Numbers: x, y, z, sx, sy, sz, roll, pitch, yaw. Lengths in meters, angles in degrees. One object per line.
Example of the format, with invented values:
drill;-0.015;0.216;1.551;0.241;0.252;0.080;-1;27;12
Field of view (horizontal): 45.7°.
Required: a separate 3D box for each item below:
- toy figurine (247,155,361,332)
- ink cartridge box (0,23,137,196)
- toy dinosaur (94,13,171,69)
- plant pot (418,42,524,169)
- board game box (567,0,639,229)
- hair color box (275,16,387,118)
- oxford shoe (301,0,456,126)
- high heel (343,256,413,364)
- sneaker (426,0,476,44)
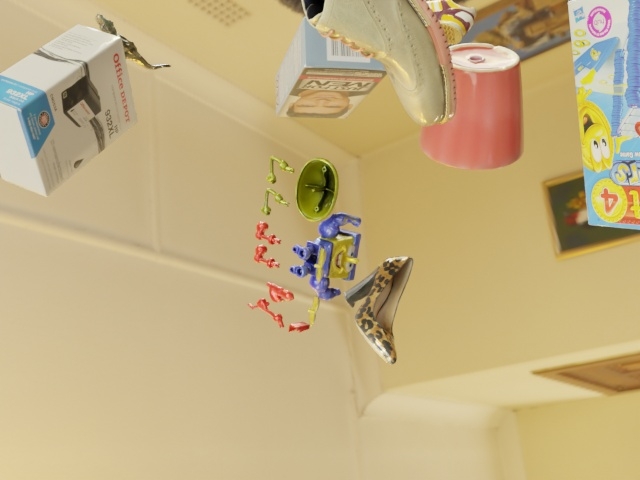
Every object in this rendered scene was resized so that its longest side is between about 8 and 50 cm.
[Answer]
toy figurine;0.000;0.000;1.624;0.217;0.191;0.363;-5;-74;-51
ink cartridge box;-0.539;-0.276;1.590;0.307;0.129;0.223;-53;-25;-40
toy dinosaur;-0.494;-0.470;1.880;0.268;0.118;0.064;27;-116;-65
plant pot;0.384;-0.344;1.895;0.275;0.275;0.243;-59;-27;-51
board game box;0.452;-0.162;0.903;0.086;0.308;0.302;-14;-79;-27
hair color box;0.016;-0.379;1.722;0.185;0.374;0.114;0;-96;-12
oxford shoe;0.053;-0.300;1.015;0.146;0.140;0.397;-39;-63;-10
high heel;0.168;0.148;1.725;0.093;0.186;0.261;48;-171;-40
sneaker;0.222;-0.451;1.527;0.084;0.185;0.069;-52;-31;-21
